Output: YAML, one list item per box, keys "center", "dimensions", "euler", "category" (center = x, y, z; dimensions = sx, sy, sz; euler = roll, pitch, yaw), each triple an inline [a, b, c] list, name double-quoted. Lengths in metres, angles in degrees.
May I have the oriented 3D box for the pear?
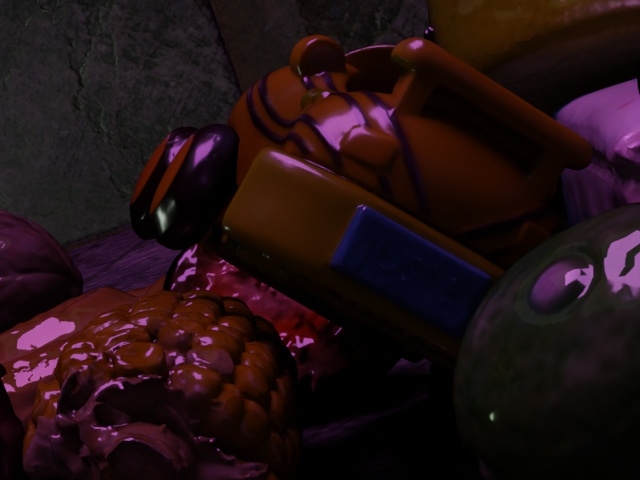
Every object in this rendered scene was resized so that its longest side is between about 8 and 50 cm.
- center: [0.215, -0.134, 1.075]
  dimensions: [0.282, 0.176, 0.286]
  euler: [-18, -30, 14]
  category: "pear"

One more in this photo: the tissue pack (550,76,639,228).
- center: [0.222, -0.032, 0.848]
  dimensions: [0.201, 0.124, 0.271]
  euler: [-19, 5, 3]
  category: "tissue pack"

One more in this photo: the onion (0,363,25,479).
- center: [-0.229, 0.104, 0.815]
  dimensions: [0.147, 0.184, 0.184]
  euler: [7, 23, 39]
  category: "onion"

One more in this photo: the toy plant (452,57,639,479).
- center: [0.154, 0.009, 0.579]
  dimensions: [0.235, 0.175, 0.218]
  euler: [-46, 15, -4]
  category: "toy plant"

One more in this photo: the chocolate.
- center: [-0.007, 0.038, 1.018]
  dimensions: [0.133, 0.124, 0.127]
  euler: [21, 21, 36]
  category: "chocolate"

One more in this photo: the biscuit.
- center: [-0.148, 0.082, 1.205]
  dimensions: [0.213, 0.091, 0.274]
  euler: [-20, 3, 21]
  category: "biscuit"

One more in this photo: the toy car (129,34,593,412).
- center: [0.031, -0.019, 0.847]
  dimensions: [0.142, 0.200, 0.248]
  euler: [-61, 13, -4]
  category: "toy car"

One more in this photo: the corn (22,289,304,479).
- center: [-0.064, 0.078, 0.823]
  dimensions: [0.119, 0.119, 0.322]
  euler: [-20, 5, 0]
  category: "corn"

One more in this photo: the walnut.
- center: [-0.303, 0.068, 1.510]
  dimensions: [0.230, 0.178, 0.178]
  euler: [-22, 6, 7]
  category: "walnut"
